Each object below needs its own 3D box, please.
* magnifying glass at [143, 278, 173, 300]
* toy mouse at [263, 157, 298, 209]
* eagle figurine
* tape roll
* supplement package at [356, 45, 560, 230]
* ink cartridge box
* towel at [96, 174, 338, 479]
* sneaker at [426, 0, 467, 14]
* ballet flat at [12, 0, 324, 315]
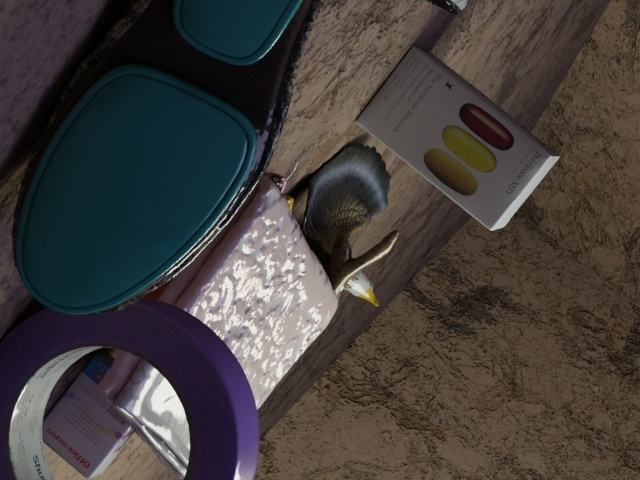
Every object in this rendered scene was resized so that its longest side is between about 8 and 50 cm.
[{"bbox_3d":[-0.160,0.027,1.711,0.231,0.026,0.092,-46,156,2],"label":"magnifying glass"},{"bbox_3d":[-0.086,-0.036,1.812,0.143,0.031,0.161,-13,138,-55],"label":"toy mouse"},{"bbox_3d":[0.005,0.009,2.081,0.226,0.225,0.298,-12,-153,3],"label":"eagle figurine"},{"bbox_3d":[-0.202,0.192,1.432,0.275,0.275,0.090,-51,170,5],"label":"tape roll"},{"bbox_3d":[0.195,-0.142,2.062,0.139,0.244,0.134,-53,170,11],"label":"supplement package"},{"bbox_3d":[-0.265,0.209,1.755,0.122,0.088,0.052,-51,171,3],"label":"ink cartridge box"},{"bbox_3d":[-0.108,0.120,1.760,0.317,0.053,0.332,-55,154,-15],"label":"towel"},{"bbox_3d":[0.121,-0.320,1.568,0.108,0.100,0.271,-65,172,4],"label":"sneaker"},{"bbox_3d":[-0.083,-0.151,1.127,0.483,0.164,0.182,-58,-172,29],"label":"ballet flat"}]
